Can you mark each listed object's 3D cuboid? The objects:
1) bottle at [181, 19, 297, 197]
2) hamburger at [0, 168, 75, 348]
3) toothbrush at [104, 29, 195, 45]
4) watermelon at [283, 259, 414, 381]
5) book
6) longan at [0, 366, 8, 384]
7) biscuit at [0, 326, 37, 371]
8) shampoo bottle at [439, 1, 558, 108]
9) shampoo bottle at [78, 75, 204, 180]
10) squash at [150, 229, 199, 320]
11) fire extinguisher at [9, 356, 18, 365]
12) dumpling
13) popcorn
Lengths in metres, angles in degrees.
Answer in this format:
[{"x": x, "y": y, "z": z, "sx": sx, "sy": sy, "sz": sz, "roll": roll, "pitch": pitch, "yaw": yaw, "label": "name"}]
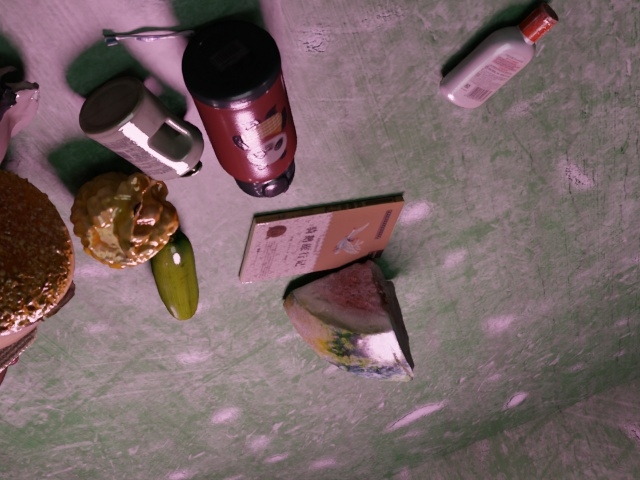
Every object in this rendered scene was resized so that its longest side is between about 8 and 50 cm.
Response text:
[{"x": -0.108, "y": -0.185, "z": 1.628, "sx": 0.144, "sy": 0.144, "sz": 0.336, "roll": -20, "pitch": 153, "yaw": -2, "label": "bottle"}, {"x": -0.517, "y": 0.023, "z": 1.571, "sx": 0.302, "sy": 0.302, "sz": 0.170, "roll": 2, "pitch": 145, "yaw": -34, "label": "hamburger"}, {"x": -0.241, "y": -0.290, "z": 1.497, "sx": 0.131, "sy": 0.013, "sz": 0.011, "roll": -11, "pitch": 154, "yaw": -22, "label": "toothbrush"}, {"x": 0.085, "y": 0.167, "z": 2.262, "sx": 0.231, "sy": 0.310, "sz": 0.193, "roll": -57, "pitch": 160, "yaw": -7, "label": "watermelon"}, {"x": 0.000, "y": 0.000, "z": 2.108, "sx": 0.311, "sy": 0.021, "sz": 0.217, "roll": -9, "pitch": 148, "yaw": -19, "label": "book"}, {"x": -0.654, "y": 0.194, "z": 1.801, "sx": 0.258, "sy": 0.258, "sz": 0.258, "roll": -15, "pitch": 150, "yaw": -9, "label": "longan"}, {"x": -0.532, "y": 0.100, "z": 1.721, "sx": 0.150, "sy": 0.252, "sz": 0.052, "roll": 16, "pitch": 161, "yaw": -42, "label": "biscuit"}, {"x": 0.303, "y": -0.309, "z": 1.762, "sx": 0.108, "sy": 0.051, "sz": 0.221, "roll": 13, "pitch": 136, "yaw": -43, "label": "shampoo bottle"}, {"x": -0.256, "y": -0.158, "z": 1.626, "sx": 0.118, "sy": 0.087, "sz": 0.234, "roll": -28, "pitch": 150, "yaw": 16, "label": "shampoo bottle"}, {"x": -0.273, "y": 0.061, "z": 1.978, "sx": 0.082, "sy": 0.082, "sz": 0.292, "roll": -15, "pitch": 151, "yaw": -10, "label": "squash"}, {"x": -0.608, "y": 0.197, "z": 2.035, "sx": 0.056, "sy": 0.039, "sz": 0.132, "roll": -44, "pitch": 161, "yaw": -30, "label": "fire extinguisher"}, {"x": -0.512, "y": -0.126, "z": 1.456, "sx": 0.293, "sy": 0.163, "sz": 0.204, "roll": -26, "pitch": 147, "yaw": -14, "label": "dumpling"}, {"x": -0.322, "y": -0.038, "z": 1.728, "sx": 0.180, "sy": 0.170, "sz": 0.180, "roll": -9, "pitch": 105, "yaw": -36, "label": "popcorn"}]
